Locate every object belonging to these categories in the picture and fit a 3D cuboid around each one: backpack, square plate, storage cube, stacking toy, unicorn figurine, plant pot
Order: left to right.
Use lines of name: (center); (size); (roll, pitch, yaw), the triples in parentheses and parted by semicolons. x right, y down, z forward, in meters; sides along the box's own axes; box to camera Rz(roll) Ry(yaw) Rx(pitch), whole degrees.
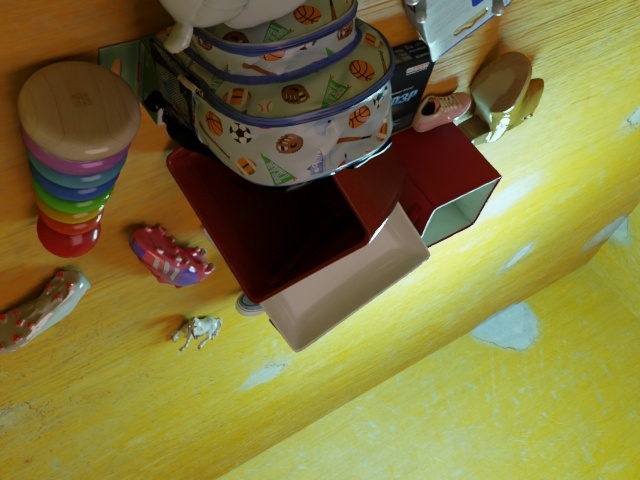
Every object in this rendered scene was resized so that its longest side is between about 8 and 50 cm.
stacking toy: (-0.331, -0.084, 1.082); (0.141, 0.141, 0.330); (-23, 161, -30)
unicorn figurine: (-0.276, 0.201, 1.798); (0.111, 0.060, 0.162); (-51, 170, 30)
backpack: (-0.041, -0.194, 0.937); (0.277, 0.263, 0.213); (-31, 149, -17)
plant pot: (-0.023, -0.102, 1.255); (0.267, 0.267, 0.236); (-30, -178, 40)
square plate: (0.000, 0.000, 1.588); (0.344, 0.049, 0.347); (-35, 117, -2)
storage cube: (0.229, -0.117, 1.714); (0.215, 0.193, 0.183); (-26, 156, -26)

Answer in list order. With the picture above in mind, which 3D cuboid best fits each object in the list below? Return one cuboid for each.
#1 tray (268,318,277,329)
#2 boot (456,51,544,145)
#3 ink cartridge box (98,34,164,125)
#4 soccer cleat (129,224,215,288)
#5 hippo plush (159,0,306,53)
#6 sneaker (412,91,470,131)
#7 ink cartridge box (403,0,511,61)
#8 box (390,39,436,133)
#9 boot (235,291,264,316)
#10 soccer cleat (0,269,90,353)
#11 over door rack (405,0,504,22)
tray: (0.069, 0.068, 1.924); (0.411, 0.076, 0.203); (-30, 159, -43)
boot: (0.412, -0.318, 1.728); (0.211, 0.104, 0.295); (-29, 162, -31)
ink cartridge box: (-0.184, -0.222, 1.078); (0.209, 0.062, 0.109); (-24, 154, -28)
soccer cleat: (-0.277, 0.040, 1.445); (0.095, 0.083, 0.248); (-35, 161, 10)
hippo plush: (-0.112, -0.324, 0.752); (0.294, 0.236, 0.234); (-11, 147, -47)
sneaker: (0.247, -0.268, 1.627); (0.134, 0.051, 0.070); (-28, 162, -9)
ink cartridge box: (0.202, -0.430, 1.228); (0.176, 0.069, 0.371); (-37, 155, 0)
box: (0.088, -0.247, 1.426); (0.220, 0.051, 0.175); (-23, 150, -30)
boot: (-0.109, 0.099, 1.827); (0.190, 0.069, 0.086); (-29, 153, -41)
soccer cleat: (-0.466, 0.124, 1.351); (0.196, 0.068, 0.076); (-39, 161, -1)
over door rack: (0.110, -0.368, 1.016); (0.240, 0.108, 0.324); (-2, 162, 12)
